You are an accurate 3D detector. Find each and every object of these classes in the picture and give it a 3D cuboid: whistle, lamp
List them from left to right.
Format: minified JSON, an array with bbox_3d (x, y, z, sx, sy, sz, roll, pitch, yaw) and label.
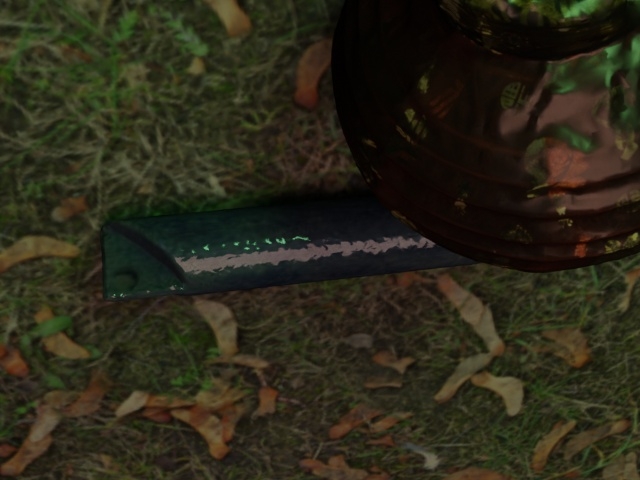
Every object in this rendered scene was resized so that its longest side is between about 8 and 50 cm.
[{"bbox_3d":[0.000,0.000,0.645,0.304,0.062,0.062,-6,125,-8],"label":"whistle"},{"bbox_3d":[0.121,-0.101,0.498,0.246,0.247,0.247,-6,125,-8],"label":"lamp"}]
